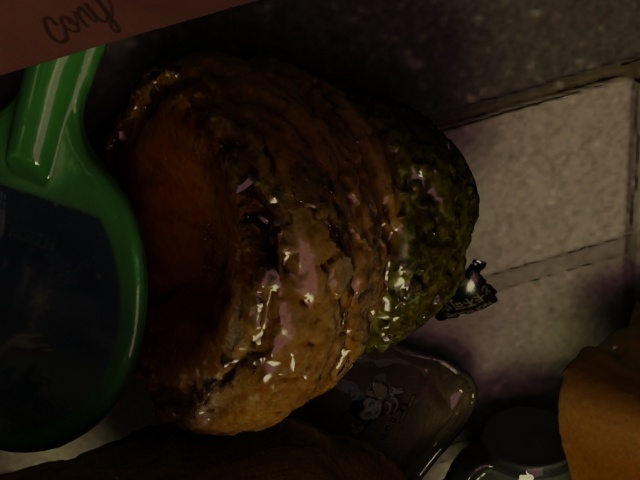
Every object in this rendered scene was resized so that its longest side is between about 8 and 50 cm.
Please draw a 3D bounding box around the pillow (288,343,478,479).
[{"bbox_3d":[-0.002,0.143,1.020,0.130,0.033,0.217,19,117,-22],"label":"pillow"}]

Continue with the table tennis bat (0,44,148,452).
[{"bbox_3d":[-0.140,-0.021,0.853,0.160,0.039,0.257,22,105,25],"label":"table tennis bat"}]

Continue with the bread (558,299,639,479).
[{"bbox_3d":[0.230,0.130,0.979,0.140,0.169,0.160,-41,142,-32],"label":"bread"}]

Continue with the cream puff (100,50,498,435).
[{"bbox_3d":[0.000,0.000,0.860,0.169,0.183,0.183,-3,125,-32],"label":"cream puff"}]

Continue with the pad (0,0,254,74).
[{"bbox_3d":[-0.147,-0.134,0.725,0.299,0.005,0.202,-11,146,30],"label":"pad"}]

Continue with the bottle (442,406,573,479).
[{"bbox_3d":[0.110,0.216,1.057,0.096,0.079,0.254,-10,125,-16],"label":"bottle"}]

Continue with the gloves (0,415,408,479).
[{"bbox_3d":[-0.047,0.164,0.890,0.203,0.155,0.356,-15,157,33],"label":"gloves"}]
